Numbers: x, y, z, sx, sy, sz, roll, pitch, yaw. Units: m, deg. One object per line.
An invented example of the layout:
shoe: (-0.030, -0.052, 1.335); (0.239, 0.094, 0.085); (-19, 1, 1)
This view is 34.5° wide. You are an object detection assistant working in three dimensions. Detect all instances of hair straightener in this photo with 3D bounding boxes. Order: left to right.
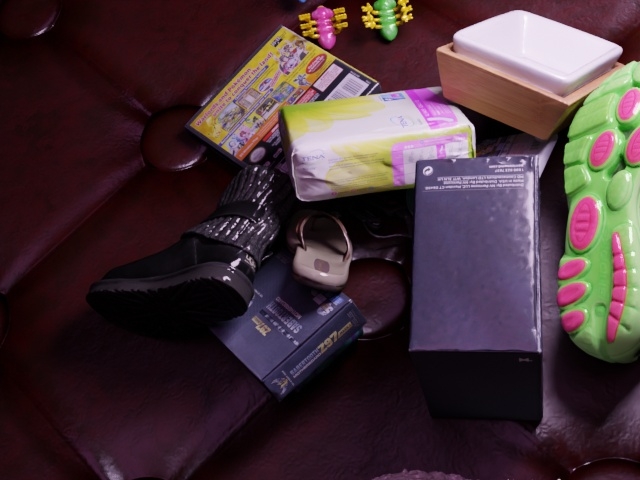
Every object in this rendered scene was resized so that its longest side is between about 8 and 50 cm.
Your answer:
hair straightener: (0.061, -0.060, 1.747); (0.230, 0.047, 0.089); (37, 77, 22)

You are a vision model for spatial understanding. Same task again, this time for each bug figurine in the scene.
bug figurine: (0.057, -0.461, 1.934); (0.279, 0.072, 0.216); (-7, 68, 4)

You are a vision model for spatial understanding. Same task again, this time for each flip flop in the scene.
flip flop: (0.000, 0.000, 1.631); (0.112, 0.277, 0.080); (9, 109, -2)

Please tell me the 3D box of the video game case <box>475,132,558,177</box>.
video game case: (0.268, -0.112, 1.641); (0.183, 0.023, 0.201); (-7, 29, 30)

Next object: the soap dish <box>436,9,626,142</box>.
soap dish: (0.344, -0.272, 1.674); (0.229, 0.118, 0.291); (27, 32, 23)

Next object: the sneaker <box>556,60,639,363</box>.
sneaker: (0.472, -0.051, 1.542); (0.185, 0.202, 0.482); (7, 78, 43)

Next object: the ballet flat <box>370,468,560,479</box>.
ballet flat: (0.194, 0.378, 1.432); (0.409, 0.147, 0.147); (-4, 62, 12)

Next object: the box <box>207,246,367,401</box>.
box: (-0.063, 0.125, 1.613); (0.183, 0.059, 0.233); (-42, 35, -9)

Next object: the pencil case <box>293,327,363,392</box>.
pencil case: (-0.006, 0.168, 1.625); (0.152, 0.064, 0.070); (-42, 80, -11)

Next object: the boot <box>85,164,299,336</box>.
boot: (-0.206, 0.017, 1.707); (0.348, 0.131, 0.260); (-8, 44, 32)

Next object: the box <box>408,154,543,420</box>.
box: (0.229, 0.077, 1.484); (0.183, 0.296, 0.294); (-2, 62, 12)

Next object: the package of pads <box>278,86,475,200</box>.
package of pads: (0.088, -0.160, 1.670); (0.297, 0.101, 0.229); (-8, 26, -3)

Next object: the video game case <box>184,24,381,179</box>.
video game case: (-0.069, -0.238, 1.869); (0.248, 0.035, 0.275); (35, 76, 26)

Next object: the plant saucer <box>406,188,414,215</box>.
plant saucer: (0.204, -0.071, 1.725); (0.119, 0.021, 0.119); (-5, 62, 11)
